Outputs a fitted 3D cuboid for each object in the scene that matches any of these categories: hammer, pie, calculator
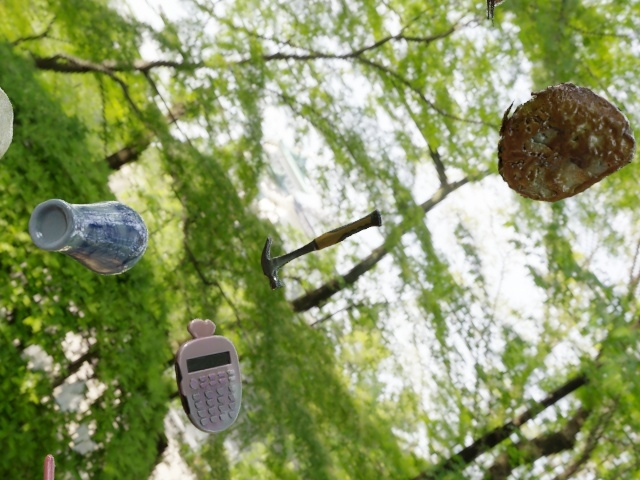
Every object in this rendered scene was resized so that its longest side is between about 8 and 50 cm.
[{"bbox_3d":[0.000,0.000,1.224,0.078,0.201,0.021,66,7,14],"label":"hammer"},{"bbox_3d":[0.518,-0.208,1.760,0.085,0.308,0.308,-86,156,-53],"label":"pie"},{"bbox_3d":[-0.335,0.304,0.990,0.031,0.052,0.083,25,42,-43],"label":"hammer"},{"bbox_3d":[-0.163,0.195,1.168,0.024,0.103,0.166,-16,-98,51],"label":"calculator"}]

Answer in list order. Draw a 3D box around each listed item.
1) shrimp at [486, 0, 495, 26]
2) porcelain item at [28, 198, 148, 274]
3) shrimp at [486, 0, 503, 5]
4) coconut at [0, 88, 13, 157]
[{"bbox_3d":[0.371,-0.611,1.673,0.116,0.145,0.343,-128,-155,-48],"label":"shrimp"},{"bbox_3d":[-0.404,-0.010,1.435,0.141,0.141,0.259,57,12,15],"label":"porcelain item"},{"bbox_3d":[0.478,-0.638,1.832,0.077,0.317,0.168,46,-26,-9],"label":"shrimp"},{"bbox_3d":[-0.603,-0.200,1.275,0.224,0.224,0.224,57,-9,14],"label":"coconut"}]
